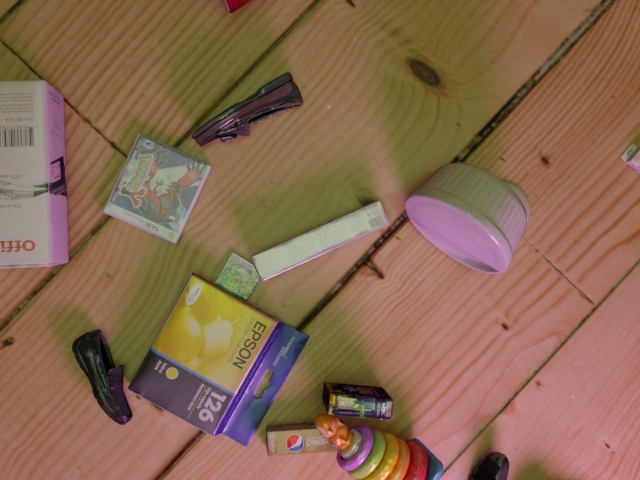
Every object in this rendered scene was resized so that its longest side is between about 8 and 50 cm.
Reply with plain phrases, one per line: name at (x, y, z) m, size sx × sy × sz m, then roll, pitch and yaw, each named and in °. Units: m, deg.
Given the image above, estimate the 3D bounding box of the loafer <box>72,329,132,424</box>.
loafer at (-0.478, 0.307, 1.774) m, size 0.078 × 0.076 × 0.223 m, roll -28°, pitch 88°, yaw 5°

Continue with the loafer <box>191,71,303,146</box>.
loafer at (-0.161, -0.280, 1.785) m, size 0.268 × 0.096 × 0.084 m, roll -34°, pitch 98°, yaw -5°

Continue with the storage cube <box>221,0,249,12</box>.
storage cube at (-0.180, -0.651, 1.734) m, size 0.193 × 0.183 × 0.215 m, roll -35°, pitch 93°, yaw -1°

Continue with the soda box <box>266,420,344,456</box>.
soda box at (-0.034, 0.454, 1.812) m, size 0.181 × 0.061 × 0.058 m, roll -3°, pitch 91°, yaw -4°

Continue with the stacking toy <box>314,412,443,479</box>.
stacking toy at (0.102, 0.468, 1.730) m, size 0.302 × 0.175 × 0.165 m, roll 37°, pitch 88°, yaw -20°

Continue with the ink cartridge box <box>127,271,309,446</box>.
ink cartridge box at (-0.229, 0.278, 1.792) m, size 0.307 × 0.072 × 0.303 m, roll 29°, pitch 91°, yaw -2°

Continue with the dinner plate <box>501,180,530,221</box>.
dinner plate at (0.427, -0.071, 1.861) m, size 0.141 × 0.017 × 0.141 m, roll 0°, pitch 91°, yaw -2°

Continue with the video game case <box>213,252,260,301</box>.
video game case at (-0.197, 0.101, 1.824) m, size 0.087 × 0.011 × 0.122 m, roll 31°, pitch 89°, yaw -4°

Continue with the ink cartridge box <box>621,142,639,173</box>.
ink cartridge box at (0.765, -0.190, 1.875) m, size 0.083 × 0.028 × 0.048 m, roll 40°, pitch 88°, yaw -3°

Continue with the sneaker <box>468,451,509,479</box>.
sneaker at (0.395, 0.622, 1.837) m, size 0.106 × 0.101 × 0.267 m, roll 15°, pitch 95°, yaw -18°

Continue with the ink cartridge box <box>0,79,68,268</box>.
ink cartridge box at (-0.712, -0.135, 1.711) m, size 0.286 × 0.166 × 0.394 m, roll -2°, pitch 90°, yaw -3°

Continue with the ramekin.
ramekin at (0.329, -0.056, 1.739) m, size 0.273 × 0.273 × 0.127 m, roll 39°, pitch 75°, yaw -3°

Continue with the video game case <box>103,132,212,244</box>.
video game case at (-0.373, -0.118, 1.805) m, size 0.183 × 0.023 × 0.201 m, roll 24°, pitch 89°, yaw -4°

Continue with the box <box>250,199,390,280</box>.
box at (0.000, 0.000, 1.804) m, size 0.324 × 0.063 × 0.067 m, roll -25°, pitch 90°, yaw -6°

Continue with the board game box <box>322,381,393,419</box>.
board game box at (0.080, 0.357, 1.764) m, size 0.141 × 0.170 × 0.048 m, roll 5°, pitch 89°, yaw -5°
